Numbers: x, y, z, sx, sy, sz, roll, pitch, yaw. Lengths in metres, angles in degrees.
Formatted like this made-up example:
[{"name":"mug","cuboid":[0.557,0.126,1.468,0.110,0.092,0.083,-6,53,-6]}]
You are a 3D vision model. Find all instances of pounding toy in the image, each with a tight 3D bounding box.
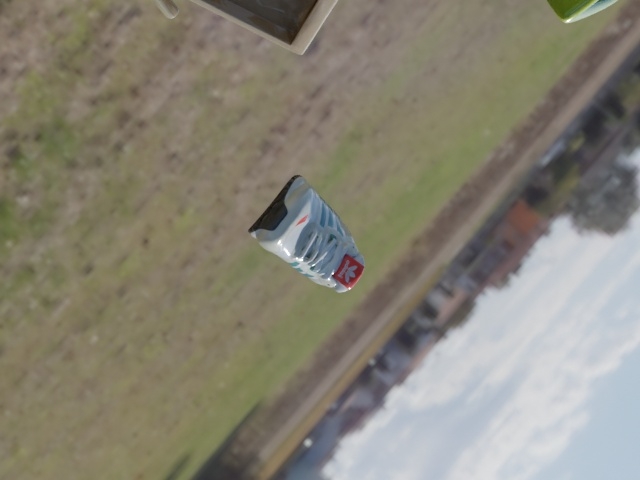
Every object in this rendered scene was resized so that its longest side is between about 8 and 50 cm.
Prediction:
[{"name":"pounding toy","cuboid":[-0.080,-0.233,1.082,0.094,0.206,0.181,-66,-173,-16]}]

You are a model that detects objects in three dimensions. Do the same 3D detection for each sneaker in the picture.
[{"name":"sneaker","cuboid":[0.000,0.000,1.063,0.057,0.075,0.161,-51,171,1]}]

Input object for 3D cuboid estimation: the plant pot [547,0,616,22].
[{"name":"plant pot","cuboid":[0.258,-0.343,1.254,0.227,0.207,0.228,-37,179,25]}]
